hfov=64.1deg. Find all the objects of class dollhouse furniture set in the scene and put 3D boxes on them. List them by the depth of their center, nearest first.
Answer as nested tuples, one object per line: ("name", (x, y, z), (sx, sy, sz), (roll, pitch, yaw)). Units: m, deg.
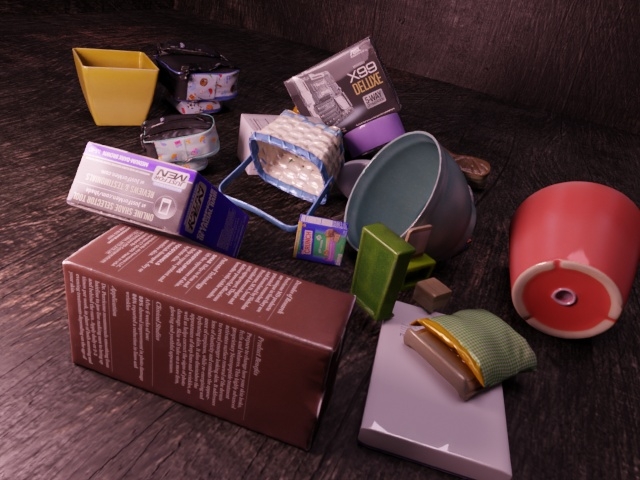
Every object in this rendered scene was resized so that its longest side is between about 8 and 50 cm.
("dollhouse furniture set", (0.222, 0.096, 0.875), (0.197, 0.151, 0.301), (-11, 37, -34))

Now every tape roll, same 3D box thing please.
("tape roll", (0.174, -0.333, 1.635), (0.189, 0.080, 0.189), (-22, 4, 2))

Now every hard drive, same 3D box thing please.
("hard drive", (0.189, 0.226, 0.836), (0.210, 0.040, 0.319), (15, 30, 6))

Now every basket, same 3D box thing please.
("basket", (-0.079, -0.170, 1.285), (0.255, 0.201, 0.289), (28, 62, 22))

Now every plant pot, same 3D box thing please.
("plant pot", (0.513, 0.050, 1.052), (0.275, 0.275, 0.243), (21, 42, 16))
("plant pot", (0.221, -0.067, 1.149), (0.196, 0.293, 0.293), (29, 21, -28))
("plant pot", (-0.631, -0.468, 1.581), (0.212, 0.187, 0.212), (-8, 36, -29))

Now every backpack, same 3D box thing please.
("backpack", (-0.361, -0.259, 1.352), (0.188, 0.144, 0.166), (-19, 34, -6))
("backpack", (-0.419, -0.563, 1.797), (0.263, 0.213, 0.276), (-18, 47, -28))

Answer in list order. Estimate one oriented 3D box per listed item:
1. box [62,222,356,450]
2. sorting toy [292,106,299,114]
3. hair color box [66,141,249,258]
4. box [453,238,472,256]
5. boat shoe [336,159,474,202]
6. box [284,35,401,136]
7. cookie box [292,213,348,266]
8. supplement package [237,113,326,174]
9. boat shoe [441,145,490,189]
("box", (-0.158, 0.128, 0.733), (0.381, 0.191, 0.143), (18, 31, 10))
("sorting toy", (-0.042, -0.477, 1.863), (0.127, 0.126, 0.365), (16, 31, 8))
("hair color box", (-0.263, -0.054, 0.914), (0.185, 0.110, 0.339), (15, -5, 7))
("box", (0.298, -0.010, 1.286), (0.137, 0.027, 0.094), (32, 35, 32))
("boat shoe", (0.232, -0.159, 1.395), (0.367, 0.136, 0.156), (10, 26, 12))
("box", (0.074, -0.471, 1.641), (0.307, 0.242, 0.076), (-20, 20, 21))
("cookie box", (0.000, 0.000, 1.104), (0.107, 0.092, 0.040), (11, 27, 0))
("supplement package", (-0.105, -0.280, 1.492), (0.244, 0.139, 0.134), (-3, 34, -24))
("boat shoe", (0.405, -0.237, 1.668), (0.285, 0.089, 0.104), (24, 58, 26))
